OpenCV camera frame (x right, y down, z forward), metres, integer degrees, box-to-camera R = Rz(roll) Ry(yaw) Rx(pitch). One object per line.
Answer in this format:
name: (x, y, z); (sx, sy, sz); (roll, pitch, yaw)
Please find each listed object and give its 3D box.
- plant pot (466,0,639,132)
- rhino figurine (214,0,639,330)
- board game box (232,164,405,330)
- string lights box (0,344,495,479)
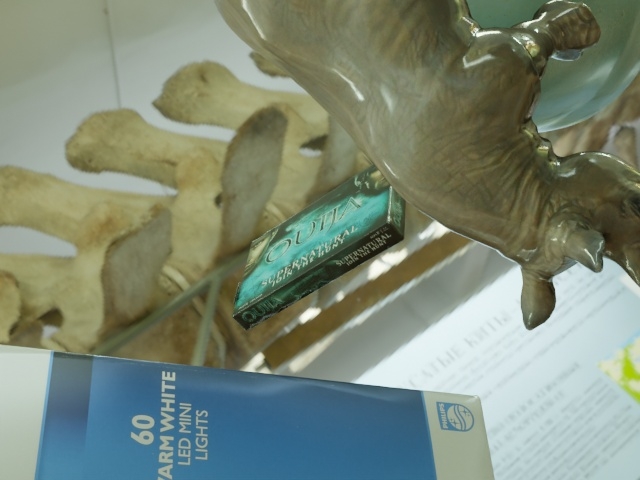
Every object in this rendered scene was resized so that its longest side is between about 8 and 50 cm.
plant pot: (0.078, -0.203, 0.676); (0.196, 0.293, 0.293); (-20, -34, -32)
rhino figurine: (0.051, -0.056, 0.345); (0.106, 0.243, 0.073); (-35, -12, -36)
board game box: (0.000, 0.000, 0.874); (0.186, 0.126, 0.026); (-32, -64, 24)
string lights box: (-0.058, 0.127, 0.465); (0.259, 0.077, 0.133); (8, -38, -17)
